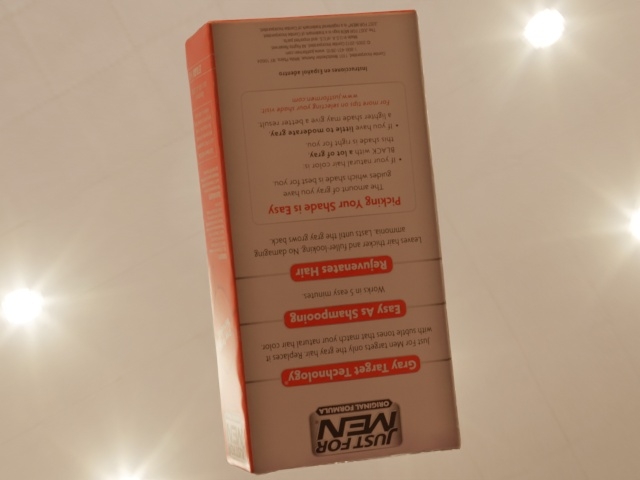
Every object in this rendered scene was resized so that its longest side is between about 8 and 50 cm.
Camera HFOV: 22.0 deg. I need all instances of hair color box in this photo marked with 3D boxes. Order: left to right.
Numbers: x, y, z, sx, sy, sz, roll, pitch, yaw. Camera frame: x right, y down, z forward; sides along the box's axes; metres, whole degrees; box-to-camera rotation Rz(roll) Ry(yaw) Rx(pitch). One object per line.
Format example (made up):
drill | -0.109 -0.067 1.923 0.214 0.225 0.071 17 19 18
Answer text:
hair color box | 0.000 0.000 0.531 0.072 0.043 0.141 -5 -92 -15
